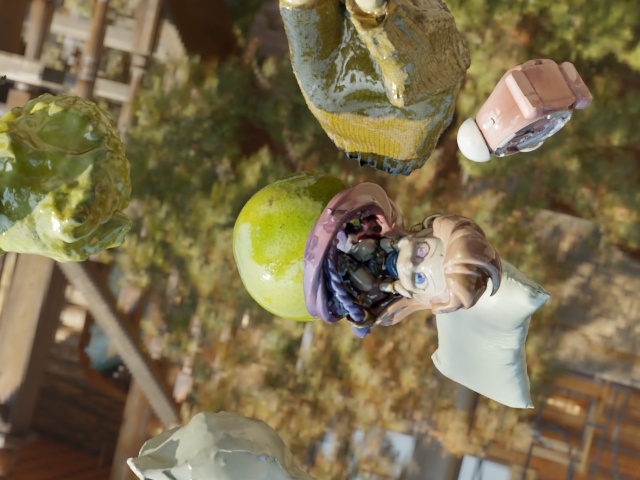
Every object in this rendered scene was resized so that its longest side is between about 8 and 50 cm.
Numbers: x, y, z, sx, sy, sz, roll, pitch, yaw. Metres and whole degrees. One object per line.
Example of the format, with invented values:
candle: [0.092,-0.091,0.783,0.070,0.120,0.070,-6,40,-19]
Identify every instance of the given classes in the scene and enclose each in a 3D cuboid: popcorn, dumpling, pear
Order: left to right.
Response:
popcorn: [-0.287,-0.059,1.211,0.195,0.169,0.173,-7,-167,-10]
dumpling: [-0.092,0.209,1.154,0.187,0.108,0.127,6,-163,-16]
pear: [0.000,0.000,1.407,0.166,0.180,0.216,25,151,-36]

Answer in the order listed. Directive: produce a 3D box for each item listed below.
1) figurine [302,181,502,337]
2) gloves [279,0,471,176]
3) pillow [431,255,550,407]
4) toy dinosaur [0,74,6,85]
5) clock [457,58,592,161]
figurine: [0.066,0.015,0.973,0.157,0.126,0.114,1,171,5]
gloves: [0.064,-0.212,1.323,0.203,0.155,0.356,28,161,18]
pillow: [0.196,0.099,1.412,0.144,0.078,0.254,33,150,27]
toy dinosaur: [-0.518,-0.182,1.662,0.087,0.179,0.187,28,176,35]
clock: [0.286,-0.185,1.750,0.165,0.093,0.162,-15,158,-39]
